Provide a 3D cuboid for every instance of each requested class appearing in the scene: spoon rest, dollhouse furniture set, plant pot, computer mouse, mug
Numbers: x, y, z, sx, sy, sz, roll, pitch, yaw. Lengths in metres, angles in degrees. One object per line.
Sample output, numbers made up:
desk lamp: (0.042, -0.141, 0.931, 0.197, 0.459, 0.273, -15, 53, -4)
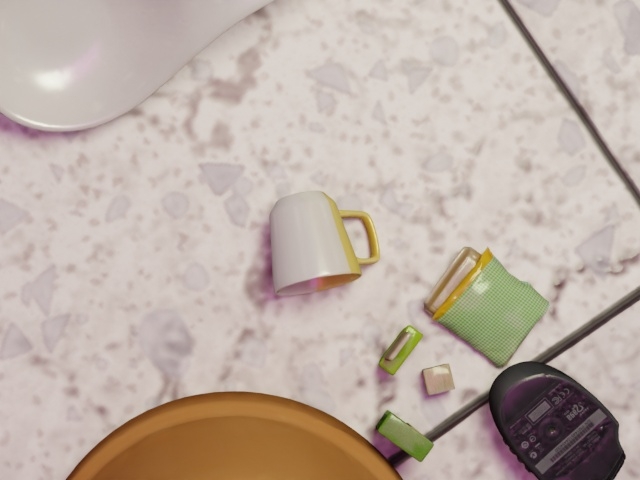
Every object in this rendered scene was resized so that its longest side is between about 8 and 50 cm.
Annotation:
spoon rest: (-0.111, -0.167, 1.270, 0.276, 0.084, 0.137, -25, 117, -5)
dollhouse furniture set: (0.093, 0.078, 1.290, 0.076, 0.058, 0.151, 37, 86, -1)
plant pot: (-0.056, 0.245, 1.204, 0.291, 0.203, 0.291, 0, 87, -2)
computer mouse: (0.206, 0.180, 1.307, 0.071, 0.041, 0.242, -39, 96, 2)
mug: (-0.004, 0.001, 1.298, 0.062, 0.078, 0.064, -18, 78, 29)
